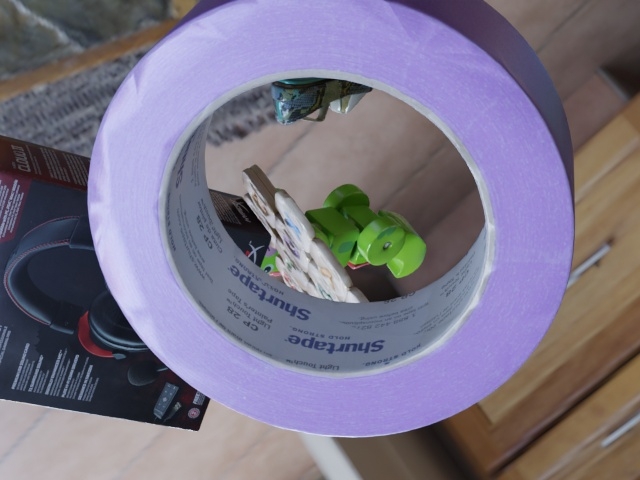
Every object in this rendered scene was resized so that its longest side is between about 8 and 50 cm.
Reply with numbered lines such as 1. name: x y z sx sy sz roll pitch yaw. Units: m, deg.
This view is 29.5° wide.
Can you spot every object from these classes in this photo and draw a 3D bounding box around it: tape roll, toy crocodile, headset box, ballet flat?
1. tape roll: 0.009 -0.023 0.712 0.275 0.275 0.090 -49 -171 27
2. toy crocodile: 0.000 0.000 1.596 0.340 0.115 0.105 -4 125 -40
3. headset box: -0.224 0.040 1.129 0.293 0.110 0.218 15 107 -26
4. ballet flat: 0.009 -0.176 1.438 0.188 0.070 0.070 -20 151 -43

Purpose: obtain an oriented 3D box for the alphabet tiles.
1. alphabet tiles: 0.011 0.054 1.209 0.021 0.284 0.278 -34 166 -11
